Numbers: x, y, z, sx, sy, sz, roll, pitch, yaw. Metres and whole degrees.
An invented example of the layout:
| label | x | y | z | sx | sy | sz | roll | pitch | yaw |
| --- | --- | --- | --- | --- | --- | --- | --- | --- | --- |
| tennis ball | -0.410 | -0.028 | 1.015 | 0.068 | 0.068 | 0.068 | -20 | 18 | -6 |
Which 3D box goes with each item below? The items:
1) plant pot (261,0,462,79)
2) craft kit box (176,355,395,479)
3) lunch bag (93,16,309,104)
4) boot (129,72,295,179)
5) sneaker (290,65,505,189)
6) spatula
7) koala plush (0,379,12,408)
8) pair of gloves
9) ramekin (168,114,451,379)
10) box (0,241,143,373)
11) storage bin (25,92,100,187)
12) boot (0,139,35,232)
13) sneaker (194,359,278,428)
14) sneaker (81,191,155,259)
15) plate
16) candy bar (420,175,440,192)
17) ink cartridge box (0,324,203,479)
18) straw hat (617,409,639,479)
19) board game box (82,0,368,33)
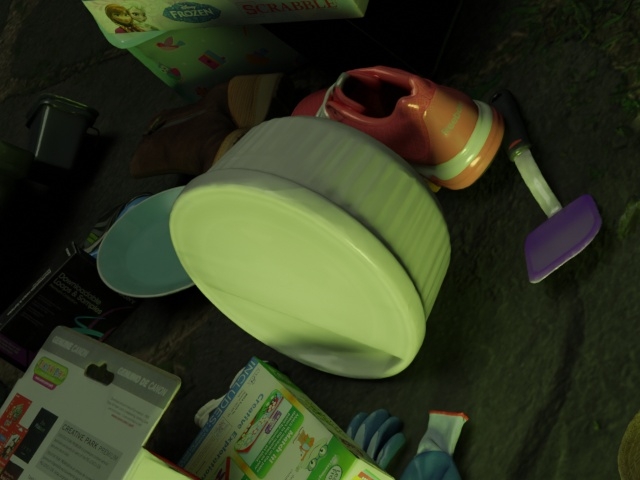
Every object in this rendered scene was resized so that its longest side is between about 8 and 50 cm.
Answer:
| label | x | y | z | sx | sy | sz | roll | pitch | yaw |
| --- | --- | --- | --- | --- | --- | --- | --- | --- | --- |
| plant pot | 0.038 | -0.285 | 1.847 | 0.167 | 0.188 | 0.187 | -16 | 46 | 55 |
| craft kit box | -0.070 | 0.262 | 1.533 | 0.250 | 0.061 | 0.246 | -55 | 28 | 2 |
| lunch bag | -0.147 | -0.305 | 1.990 | 0.223 | 0.262 | 0.160 | -19 | 45 | 37 |
| boot | -0.143 | -0.093 | 1.934 | 0.207 | 0.090 | 0.248 | -15 | 37 | 34 |
| sneaker | 0.050 | -0.139 | 1.684 | 0.314 | 0.136 | 0.116 | 8 | 67 | 53 |
| spatula | 0.204 | -0.065 | 1.568 | 0.084 | 0.030 | 0.296 | -37 | 36 | 17 |
| koala plush | -0.472 | 0.259 | 1.908 | 0.203 | 0.196 | 0.221 | -5 | 50 | 34 |
| pair of gloves | 0.063 | 0.223 | 1.469 | 0.198 | 0.023 | 0.159 | -5 | 56 | 48 |
| ramekin | 0.000 | 0.000 | 1.549 | 0.273 | 0.273 | 0.127 | -4 | 43 | 47 |
| box | -0.305 | 0.091 | 1.929 | 0.162 | 0.116 | 0.029 | -46 | 37 | 7 |
| storage bin | -0.356 | -0.128 | 2.216 | 0.135 | 0.098 | 0.091 | 152 | 133 | -66 |
| boot | -0.550 | 0.071 | 2.212 | 0.367 | 0.146 | 0.445 | 6 | 77 | 70 |
| sneaker | -0.080 | 0.167 | 1.677 | 0.109 | 0.040 | 0.044 | -46 | 51 | 14 |
| sneaker | -0.261 | 0.011 | 2.015 | 0.188 | 0.067 | 0.078 | -43 | 14 | 14 |
| plate | -0.168 | 0.005 | 1.893 | 0.188 | 0.024 | 0.188 | -12 | 40 | 10 |
| candy bar | 0.085 | -0.085 | 1.733 | 0.040 | 0.018 | 0.161 | -58 | 35 | -5 |
| ink cartridge box | -0.223 | 0.247 | 1.580 | 0.309 | 0.130 | 0.272 | 16 | 73 | 58 |
| straw hat | 0.299 | 0.169 | 1.212 | 0.144 | 0.061 | 0.144 | -18 | 40 | 15 |
| board game box | -0.067 | -0.374 | 1.758 | 0.318 | 0.066 | 0.318 | 0 | 59 | 28 |
